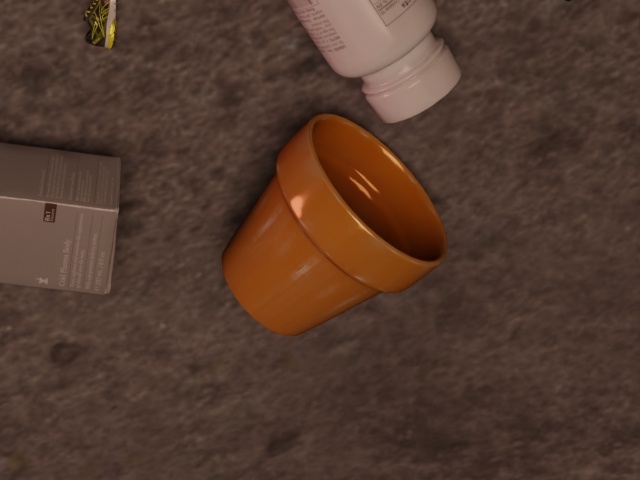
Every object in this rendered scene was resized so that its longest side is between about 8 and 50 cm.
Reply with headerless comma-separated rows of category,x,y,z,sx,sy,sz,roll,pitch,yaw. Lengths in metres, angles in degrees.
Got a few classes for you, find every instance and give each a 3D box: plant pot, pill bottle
plant pot,0.000,0.000,1.683,0.205,0.205,0.188,40,116,-18
pill bottle,0.047,-0.243,1.624,0.131,0.131,0.229,-33,110,5

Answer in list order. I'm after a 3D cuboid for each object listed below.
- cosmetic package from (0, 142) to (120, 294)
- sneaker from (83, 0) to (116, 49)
cosmetic package,-0.336,-0.029,1.657,0.238,0.107,0.127,4,129,-10
sneaker,-0.233,-0.242,1.643,0.035,0.031,0.083,2,109,-7
